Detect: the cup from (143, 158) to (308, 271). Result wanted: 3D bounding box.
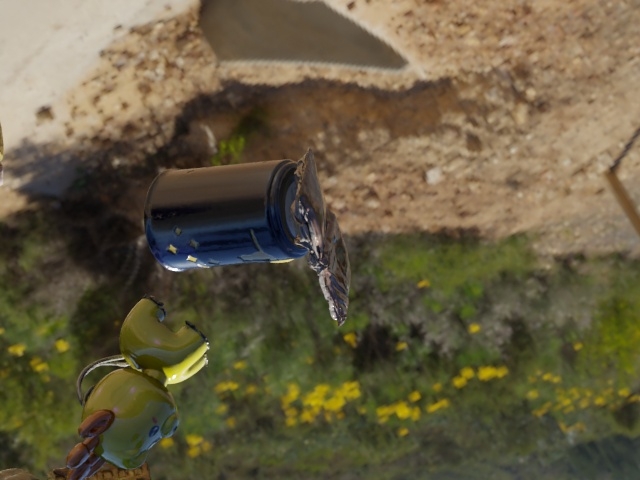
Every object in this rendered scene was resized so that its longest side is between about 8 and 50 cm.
[{"bbox_3d":[-0.121,-0.044,1.878,0.256,0.178,0.255,-4,-179,29],"label":"cup"}]

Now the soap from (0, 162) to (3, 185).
[{"bbox_3d":[-0.650,-0.090,1.730,0.273,0.098,0.218,-24,159,24],"label":"soap"}]

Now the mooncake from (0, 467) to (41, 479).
[{"bbox_3d":[-0.497,0.454,1.750,0.175,0.168,0.104,-16,-176,30],"label":"mooncake"}]

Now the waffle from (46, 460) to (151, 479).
[{"bbox_3d":[-0.294,0.356,1.500,0.148,0.102,0.042,0,143,-33],"label":"waffle"}]

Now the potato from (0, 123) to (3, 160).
[{"bbox_3d":[-0.629,-0.218,1.884,0.178,0.158,0.203,9,169,-26],"label":"potato"}]

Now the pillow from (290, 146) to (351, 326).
[{"bbox_3d":[0.000,0.000,1.582,0.049,0.135,0.248,-12,125,11],"label":"pillow"}]

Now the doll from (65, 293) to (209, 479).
[{"bbox_3d":[-0.222,0.181,1.268,0.221,0.135,0.143,-55,171,-30],"label":"doll"}]
